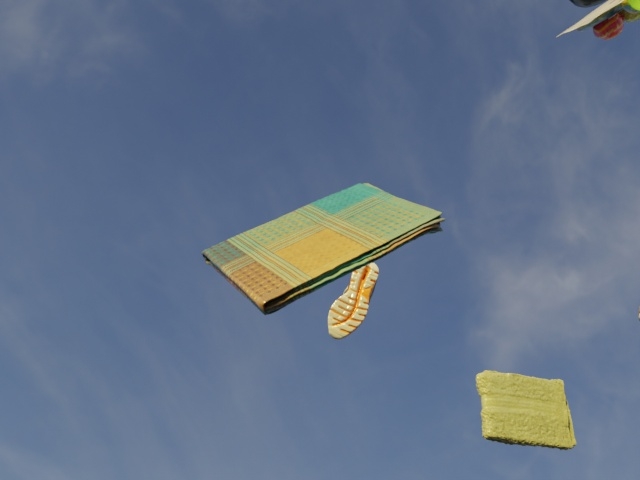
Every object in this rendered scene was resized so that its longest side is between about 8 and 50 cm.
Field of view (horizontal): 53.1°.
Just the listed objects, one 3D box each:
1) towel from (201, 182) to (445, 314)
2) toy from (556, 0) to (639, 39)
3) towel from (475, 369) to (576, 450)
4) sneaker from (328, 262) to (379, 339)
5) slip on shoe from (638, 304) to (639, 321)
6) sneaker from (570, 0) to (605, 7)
[{"bbox_3d":[0.000,0.000,1.164,0.370,0.271,0.040,-25,-61,-22],"label":"towel"},{"bbox_3d":[0.471,-0.358,1.014,0.137,0.237,0.056,-33,-87,12],"label":"toy"},{"bbox_3d":[0.301,0.250,0.940,0.148,0.110,0.027,9,-34,-11],"label":"towel"},{"bbox_3d":[0.084,0.154,1.566,0.084,0.215,0.083,26,-27,11],"label":"sneaker"},{"bbox_3d":[0.604,0.111,1.071,0.135,0.041,0.051,-19,-50,42],"label":"slip on shoe"},{"bbox_3d":[0.246,-0.299,0.530,0.094,0.258,0.091,24,-25,21],"label":"sneaker"}]
